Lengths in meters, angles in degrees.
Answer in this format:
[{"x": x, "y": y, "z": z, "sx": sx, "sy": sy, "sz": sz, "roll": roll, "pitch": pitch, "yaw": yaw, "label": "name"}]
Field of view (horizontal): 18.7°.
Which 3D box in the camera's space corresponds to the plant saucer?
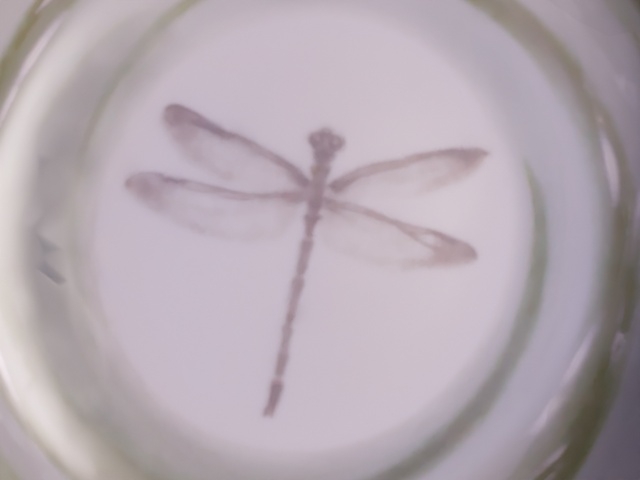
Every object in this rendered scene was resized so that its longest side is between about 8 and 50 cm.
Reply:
[{"x": 0.000, "y": 0.000, "z": 0.802, "sx": 0.401, "sy": 0.100, "sz": 0.400, "roll": -3, "pitch": 99, "yaw": -19, "label": "plant saucer"}]
